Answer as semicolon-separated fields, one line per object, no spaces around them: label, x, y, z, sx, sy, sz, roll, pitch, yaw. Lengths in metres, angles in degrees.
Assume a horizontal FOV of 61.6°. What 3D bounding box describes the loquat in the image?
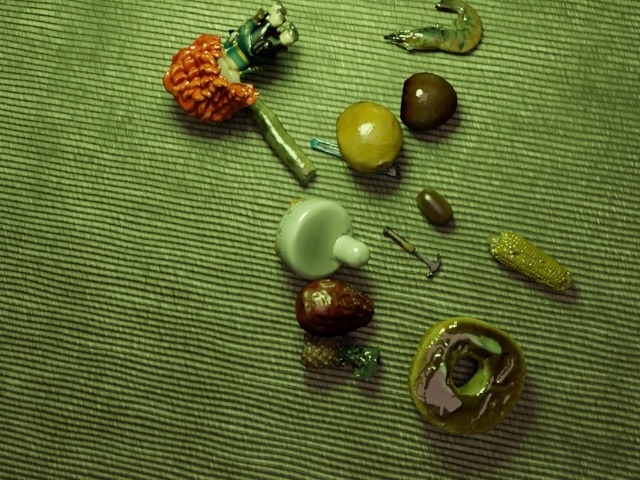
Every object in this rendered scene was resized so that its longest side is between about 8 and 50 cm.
loquat;0.136;-0.299;1.535;0.187;0.176;0.234;2;57;-25

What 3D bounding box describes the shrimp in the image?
shrimp;0.339;-0.649;1.615;0.295;0.058;0.169;4;80;0

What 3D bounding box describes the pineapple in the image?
pineapple;0.063;0.331;1.551;0.237;0.111;0.119;8;115;-1

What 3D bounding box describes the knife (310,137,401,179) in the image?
knife;0.108;-0.248;1.617;0.296;0.026;0.044;19;100;4

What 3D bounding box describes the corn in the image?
corn;0.593;0.058;1.530;0.261;0.097;0.097;31;89;4

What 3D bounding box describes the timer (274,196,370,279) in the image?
timer;0.000;0.000;1.503;0.240;0.233;0.234;24;88;49

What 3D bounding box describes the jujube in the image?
jujube;0.045;0.192;1.514;0.236;0.168;0.168;10;87;-26

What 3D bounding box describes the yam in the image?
yam;-0.125;-0.308;1.615;0.071;0.067;0.317;-35;83;-29

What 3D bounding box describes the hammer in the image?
hammer;0.271;0.021;1.592;0.201;0.021;0.078;39;90;4

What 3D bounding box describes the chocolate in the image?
chocolate;0.313;-0.398;1.548;0.176;0.177;0.177;0;87;4

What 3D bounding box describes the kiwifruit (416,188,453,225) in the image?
kiwifruit;0.334;-0.097;1.570;0.075;0.075;0.124;-41;89;1

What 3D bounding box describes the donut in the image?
donut;0.396;0.368;1.507;0.329;0.160;0.330;0;89;-8

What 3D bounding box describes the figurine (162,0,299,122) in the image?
figurine;-0.246;-0.520;1.541;0.412;0.241;0.306;-47;45;-7
